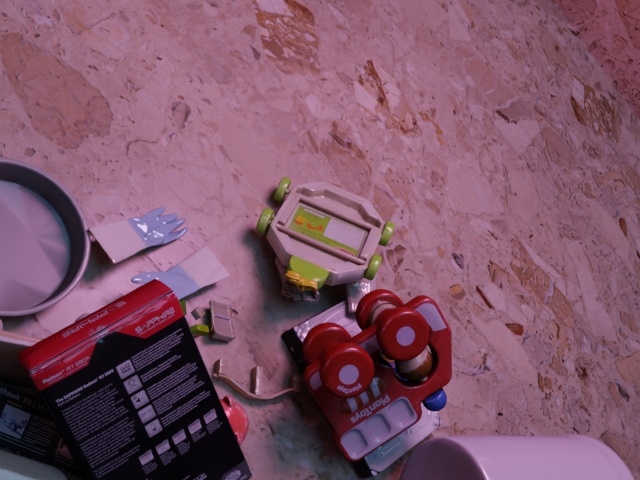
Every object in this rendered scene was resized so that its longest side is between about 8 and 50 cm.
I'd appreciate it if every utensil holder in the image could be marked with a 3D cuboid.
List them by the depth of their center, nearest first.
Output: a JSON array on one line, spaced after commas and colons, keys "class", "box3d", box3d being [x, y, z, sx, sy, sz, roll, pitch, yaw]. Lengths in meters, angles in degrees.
[{"class": "utensil holder", "box3d": [0.391, 0.549, 1.674, 0.385, 0.327, 0.328, 10, 63, -30]}]

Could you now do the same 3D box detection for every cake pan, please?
[{"class": "cake pan", "box3d": [-0.549, -0.003, 1.447, 0.293, 0.054, 0.293, 15, 61, -29]}]

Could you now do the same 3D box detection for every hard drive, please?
[{"class": "hard drive", "box3d": [0.093, 0.292, 1.756, 0.237, 0.064, 0.339, -24, 84, -40]}]

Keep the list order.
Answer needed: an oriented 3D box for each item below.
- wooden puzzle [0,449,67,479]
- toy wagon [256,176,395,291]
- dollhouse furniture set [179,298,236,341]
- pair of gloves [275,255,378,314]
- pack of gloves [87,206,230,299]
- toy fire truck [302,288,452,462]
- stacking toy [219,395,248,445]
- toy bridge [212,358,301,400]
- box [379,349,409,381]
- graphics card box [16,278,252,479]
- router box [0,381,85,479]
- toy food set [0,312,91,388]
[{"class": "wooden puzzle", "box3d": [-0.555, 0.440, 1.131, 0.322, 0.080, 0.348, 25, 81, -21]}, {"class": "toy wagon", "box3d": [0.000, 0.000, 1.748, 0.267, 0.068, 0.344, 23, 42, 3]}, {"class": "dollhouse furniture set", "box3d": [-0.235, 0.155, 1.614, 0.151, 0.058, 0.076, 22, 47, -48]}, {"class": "pair of gloves", "box3d": [0.018, 0.055, 1.782, 0.240, 0.042, 0.204, 15, 47, -17]}, {"class": "pack of gloves", "box3d": [-0.310, 0.036, 1.595, 0.195, 0.046, 0.232, 50, 33, 10]}, {"class": "toy fire truck", "box3d": [0.123, 0.254, 1.615, 0.302, 0.169, 0.254, -31, 107, -7]}, {"class": "stacking toy", "box3d": [-0.204, 0.437, 1.430, 0.279, 0.130, 0.309, -16, 78, -40]}, {"class": "toy bridge", "box3d": [-0.124, 0.278, 1.631, 0.188, 0.026, 0.063, 16, 61, -29]}, {"class": "box", "box3d": [0.148, 0.259, 1.729, 0.054, 0.059, 0.169, -39, 93, -39]}, {"class": "graphics card box", "box3d": [-0.269, 0.270, 1.270, 0.233, 0.094, 0.371, -31, 118, -22]}, {"class": "router box", "box3d": [-0.491, 0.362, 1.293, 0.309, 0.081, 0.243, 30, 55, -21]}, {"class": "toy food set", "box3d": [-0.470, 0.155, 1.318, 0.306, 0.219, 0.092, 18, 60, -27]}]
